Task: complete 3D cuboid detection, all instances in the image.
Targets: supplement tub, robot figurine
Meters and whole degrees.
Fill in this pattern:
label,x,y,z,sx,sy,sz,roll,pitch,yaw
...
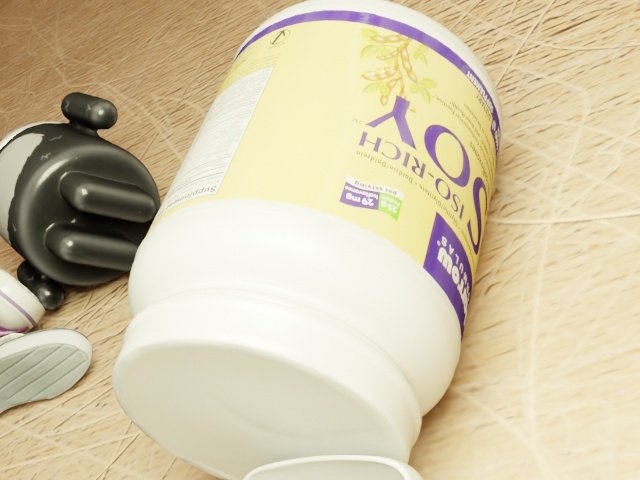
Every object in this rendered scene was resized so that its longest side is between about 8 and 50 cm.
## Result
label,x,y,z,sx,sy,sz,roll,pitch,yaw
supplement tub,0.000,0.000,0.710,0.241,0.241,0.331,-12,43,34
robot figurine,-0.299,-0.047,1.098,0.209,0.173,0.278,-41,34,-16

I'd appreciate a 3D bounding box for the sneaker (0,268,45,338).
label,x,y,z,sx,sy,sz,roll,pitch,yaw
sneaker,-0.425,0.122,1.077,0.282,0.102,0.161,-20,32,52

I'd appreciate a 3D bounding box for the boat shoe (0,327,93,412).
label,x,y,z,sx,sy,sz,roll,pitch,yaw
boat shoe,-0.337,0.134,1.008,0.226,0.083,0.075,-25,38,21

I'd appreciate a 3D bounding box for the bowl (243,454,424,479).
label,x,y,z,sx,sy,sz,roll,pitch,yaw
bowl,0.017,0.208,0.589,0.142,0.053,0.141,-13,73,34
